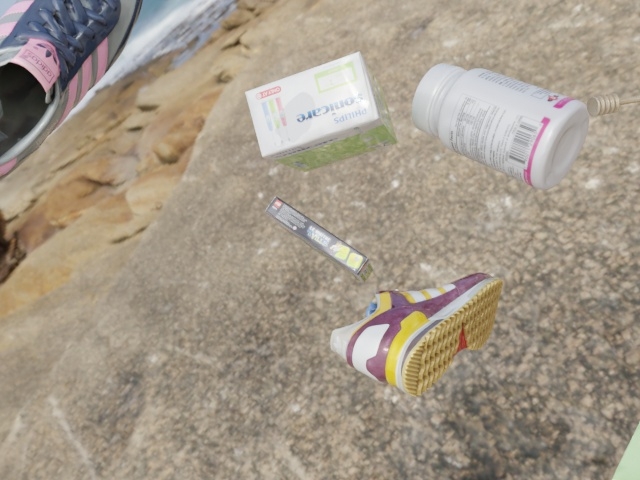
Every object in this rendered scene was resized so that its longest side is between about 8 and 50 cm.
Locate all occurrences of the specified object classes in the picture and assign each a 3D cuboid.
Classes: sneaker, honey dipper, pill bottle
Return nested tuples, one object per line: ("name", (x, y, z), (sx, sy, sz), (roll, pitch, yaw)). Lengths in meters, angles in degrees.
("sneaker", (0.087, 0.061, 0.527), (0.084, 0.069, 0.185), (18, 21, 33))
("honey dipper", (0.478, -0.211, 0.944), (0.160, 0.030, 0.030), (-10, 24, -10))
("sneaker", (-0.260, -0.180, 0.614), (0.131, 0.112, 0.319), (7, 65, 56))
("pill bottle", (0.315, -0.216, 1.140), (0.283, 0.160, 0.160), (33, 74, 34))

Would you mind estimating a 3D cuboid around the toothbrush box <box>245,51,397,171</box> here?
("toothbrush box", (0.015, -0.221, 1.159), (0.206, 0.122, 0.283), (-16, -2, 14))

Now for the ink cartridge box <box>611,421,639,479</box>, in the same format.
("ink cartridge box", (0.465, 0.371, 0.834), (0.171, 0.056, 0.235), (25, 97, 22))

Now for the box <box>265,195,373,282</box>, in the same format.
("box", (0.000, 0.000, 1.168), (0.036, 0.207, 0.114), (-55, -15, -4))
